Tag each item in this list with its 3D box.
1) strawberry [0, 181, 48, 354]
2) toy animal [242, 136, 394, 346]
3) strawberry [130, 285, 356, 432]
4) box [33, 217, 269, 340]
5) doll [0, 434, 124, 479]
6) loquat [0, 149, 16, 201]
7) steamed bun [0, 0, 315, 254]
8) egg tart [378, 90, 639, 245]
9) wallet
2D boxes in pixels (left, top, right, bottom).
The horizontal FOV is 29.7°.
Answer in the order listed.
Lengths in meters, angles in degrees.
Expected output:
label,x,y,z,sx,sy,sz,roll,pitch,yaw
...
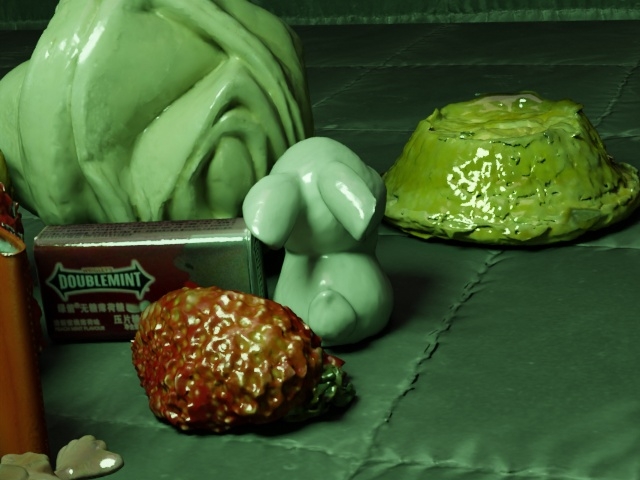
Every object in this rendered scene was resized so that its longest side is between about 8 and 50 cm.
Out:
label,x,y,z,sx,sy,sz,roll,pitch,yaw
strawberry,-0.332,0.014,1.102,0.234,0.178,0.234,25,27,-14
toy animal,0.003,0.007,1.169,0.127,0.193,0.178,-3,27,6
strawberry,-0.087,0.089,1.067,0.236,0.106,0.175,2,20,22
box,-0.168,0.040,1.212,0.224,0.120,0.069,0,21,8
doll,-0.230,0.202,0.797,0.211,0.093,0.262,2,22,37
loquat,-0.400,-0.061,1.252,0.163,0.163,0.137,-8,60,-8
steamed bun,-0.158,-0.102,1.320,0.368,0.342,0.255,4,40,-33
egg tart,0.220,-0.095,1.488,0.345,0.132,0.345,-6,21,2
wallet,-0.266,0.084,0.975,0.045,0.204,0.142,-16,24,-33
